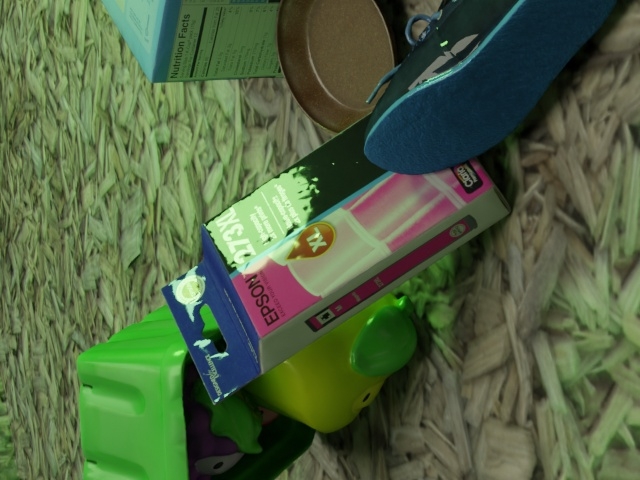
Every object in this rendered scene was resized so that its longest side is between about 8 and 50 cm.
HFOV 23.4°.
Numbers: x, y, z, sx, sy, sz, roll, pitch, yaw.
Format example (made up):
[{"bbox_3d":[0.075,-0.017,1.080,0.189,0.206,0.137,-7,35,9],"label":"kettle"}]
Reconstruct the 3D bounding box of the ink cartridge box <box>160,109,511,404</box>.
[{"bbox_3d":[0.000,0.000,1.613,0.069,0.371,0.175,47,-169,-51],"label":"ink cartridge box"}]

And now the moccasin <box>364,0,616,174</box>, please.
[{"bbox_3d":[0.166,-0.186,1.471,0.342,0.138,0.117,-39,40,40],"label":"moccasin"}]

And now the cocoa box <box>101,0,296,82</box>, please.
[{"bbox_3d":[-0.149,-0.382,1.914,0.347,0.228,0.231,57,143,42],"label":"cocoa box"}]

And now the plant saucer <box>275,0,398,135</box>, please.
[{"bbox_3d":[0.026,-0.219,1.775,0.199,0.036,0.198,22,122,42],"label":"plant saucer"}]

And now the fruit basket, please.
[{"bbox_3d":[-0.057,0.173,1.816,0.392,0.392,0.283,27,121,59],"label":"fruit basket"}]
